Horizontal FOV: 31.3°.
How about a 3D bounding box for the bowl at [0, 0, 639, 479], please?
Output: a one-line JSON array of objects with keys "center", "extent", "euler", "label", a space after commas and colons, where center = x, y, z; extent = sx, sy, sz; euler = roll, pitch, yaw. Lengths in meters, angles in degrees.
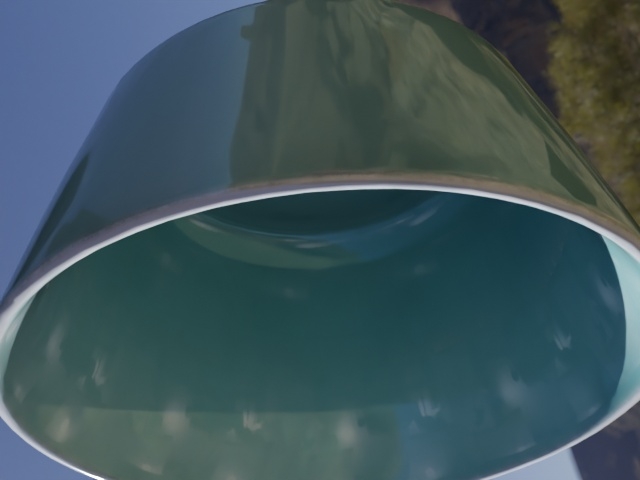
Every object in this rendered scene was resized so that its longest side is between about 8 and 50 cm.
[{"center": [0.000, 0.000, 0.561], "extent": [0.311, 0.311, 0.163], "euler": [51, -153, -52], "label": "bowl"}]
